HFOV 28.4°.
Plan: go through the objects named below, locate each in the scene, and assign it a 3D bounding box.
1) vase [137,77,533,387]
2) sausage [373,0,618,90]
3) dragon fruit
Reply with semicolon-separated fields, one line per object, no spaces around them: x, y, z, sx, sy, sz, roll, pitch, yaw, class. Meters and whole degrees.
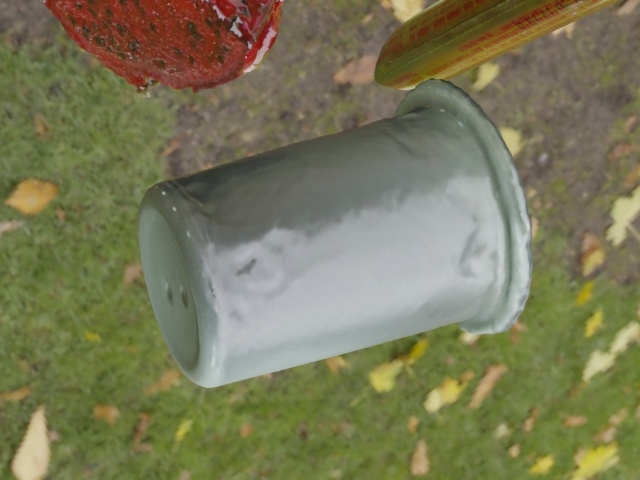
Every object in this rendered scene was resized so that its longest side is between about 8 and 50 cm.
0.000;0.000;1.106;0.291;0.245;0.245;-14;144;-20;vase
0.156;-0.197;1.108;0.082;0.082;0.371;-15;179;-33;sausage
-0.155;-0.265;1.208;0.152;0.317;0.205;-42;175;-36;dragon fruit
